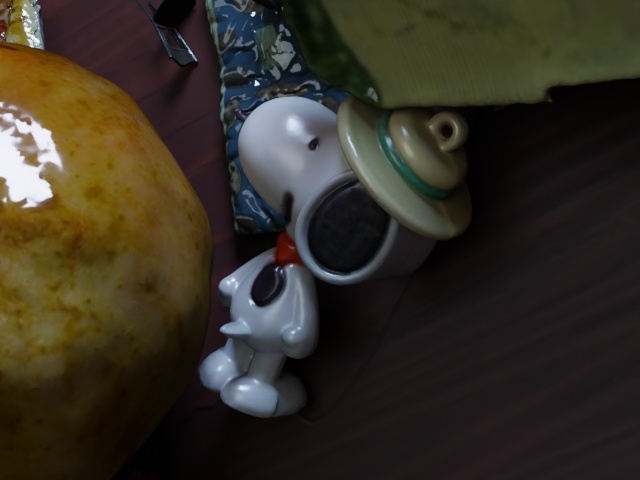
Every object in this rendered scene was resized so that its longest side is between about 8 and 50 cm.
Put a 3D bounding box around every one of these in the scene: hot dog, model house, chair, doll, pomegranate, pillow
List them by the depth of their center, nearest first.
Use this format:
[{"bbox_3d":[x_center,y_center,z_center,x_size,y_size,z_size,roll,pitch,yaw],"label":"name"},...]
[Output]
[{"bbox_3d":[0.153,-0.258,1.128,0.321,0.266,0.261,-2,118,36],"label":"model house"},{"bbox_3d":[0.012,0.015,1.238,0.208,0.144,0.271,16,104,36],"label":"doll"},{"bbox_3d":[-0.267,0.046,1.256,0.410,0.410,0.410,-4,81,25],"label":"pomegranate"},{"bbox_3d":[-0.003,-0.136,1.335,0.189,0.034,0.255,-13,76,22],"label":"pillow"},{"bbox_3d":[-0.128,-0.197,1.400,0.042,0.037,0.086,-45,62,26],"label":"chair"},{"bbox_3d":[-0.291,-0.151,1.463,0.099,0.053,0.192,-3,84,21],"label":"hot dog"}]

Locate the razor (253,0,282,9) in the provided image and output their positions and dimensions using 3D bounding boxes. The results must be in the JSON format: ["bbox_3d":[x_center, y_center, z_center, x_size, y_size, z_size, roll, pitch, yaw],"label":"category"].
[{"bbox_3d":[0.013,-0.227,1.294,0.148,0.054,0.090,11,89,26],"label":"razor"}]

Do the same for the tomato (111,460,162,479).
[{"bbox_3d":[-0.195,0.277,1.300,0.200,0.139,0.233,-48,30,-15],"label":"tomato"}]
